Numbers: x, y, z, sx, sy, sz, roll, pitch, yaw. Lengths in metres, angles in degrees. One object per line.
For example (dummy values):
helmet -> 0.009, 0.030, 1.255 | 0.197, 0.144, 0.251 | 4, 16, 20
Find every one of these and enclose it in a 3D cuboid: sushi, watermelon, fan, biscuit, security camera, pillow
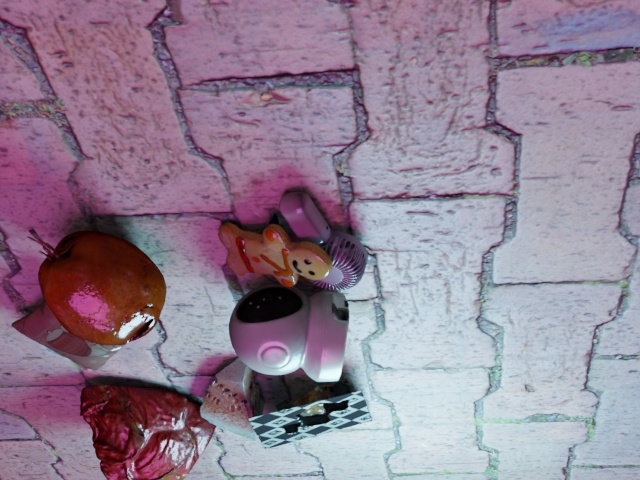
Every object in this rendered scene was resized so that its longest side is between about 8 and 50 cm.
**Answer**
sushi -> -0.026, 0.425, 1.971 | 0.294, 0.059, 0.292 | -15, 151, -1
watermelon -> -0.210, 0.371, 1.923 | 0.154, 0.094, 0.241 | 13, 137, 2
fan -> 0.000, 0.000, 1.492 | 0.130, 0.074, 0.244 | -8, 134, 28
biscuit -> -0.087, 0.029, 1.494 | 0.234, 0.030, 0.153 | 11, 139, 24
security camera -> -0.069, 0.187, 1.613 | 0.236, 0.194, 0.194 | 6, 139, -4
pillow -> -0.518, 0.185, 1.710 | 0.223, 0.084, 0.236 | 35, 126, -30

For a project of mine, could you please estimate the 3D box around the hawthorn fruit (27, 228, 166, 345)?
hawthorn fruit -> -0.433, 0.072, 1.487 | 0.211, 0.211, 0.299 | -19, 136, 23

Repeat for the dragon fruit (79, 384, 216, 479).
dragon fruit -> -0.480, 0.482, 1.997 | 0.330, 0.302, 0.240 | 40, 157, -21

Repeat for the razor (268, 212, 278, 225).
razor -> -0.083, 0.003, 1.524 | 0.028, 0.044, 0.154 | 15, 142, 26
